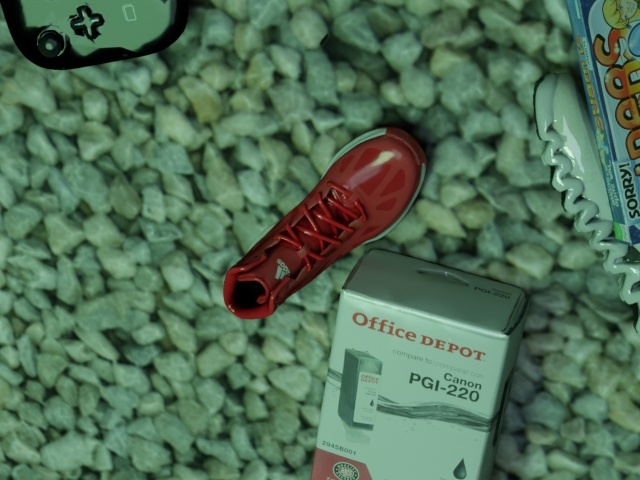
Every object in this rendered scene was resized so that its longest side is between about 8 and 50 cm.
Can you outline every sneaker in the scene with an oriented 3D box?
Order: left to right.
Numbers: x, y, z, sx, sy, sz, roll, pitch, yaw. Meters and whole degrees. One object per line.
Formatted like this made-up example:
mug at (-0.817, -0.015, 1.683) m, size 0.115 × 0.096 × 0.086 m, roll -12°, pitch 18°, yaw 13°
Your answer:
sneaker at (0.000, 0.000, 1.618) m, size 0.087 × 0.128 × 0.221 m, roll 41°, pitch 121°, yaw -3°
sneaker at (0.272, -0.024, 1.535) m, size 0.118 × 0.110 × 0.292 m, roll -29°, pitch 106°, yaw 16°

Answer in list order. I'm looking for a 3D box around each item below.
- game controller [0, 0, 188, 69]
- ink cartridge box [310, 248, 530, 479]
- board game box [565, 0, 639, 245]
game controller at (-0.219, -0.304, 1.587) m, size 0.166 × 0.067 × 0.319 m, roll -6°, pitch 113°, yaw 22°
ink cartridge box at (0.087, 0.135, 1.674) m, size 0.158 × 0.092 × 0.218 m, roll 15°, pitch 117°, yaw 12°
board game box at (0.278, -0.110, 1.461) m, size 0.136 × 0.035 × 0.201 m, roll -16°, pitch 99°, yaw -9°
